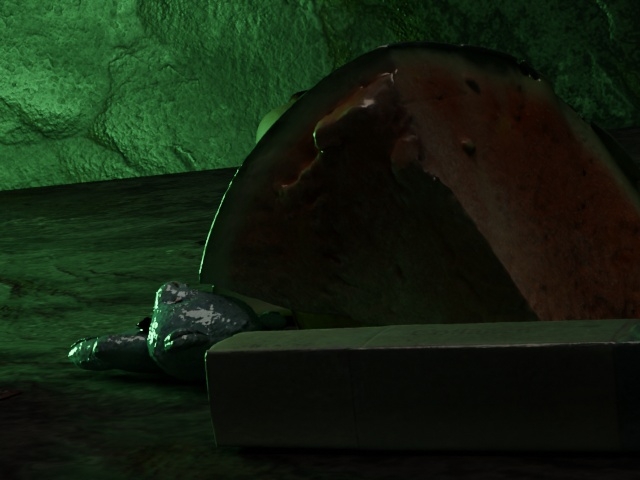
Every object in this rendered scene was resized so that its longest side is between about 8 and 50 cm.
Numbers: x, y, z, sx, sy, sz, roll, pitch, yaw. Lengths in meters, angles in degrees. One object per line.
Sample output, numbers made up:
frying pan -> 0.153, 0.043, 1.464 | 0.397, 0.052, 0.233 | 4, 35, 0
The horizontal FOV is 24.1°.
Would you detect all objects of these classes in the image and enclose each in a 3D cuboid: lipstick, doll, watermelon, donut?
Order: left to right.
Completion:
doll -> -0.122, 0.068, 1.174 | 0.179, 0.075, 0.120 | 1, 7, 40
donut -> 0.024, 0.059, 1.190 | 0.083, 0.067, 0.038 | -22, -15, 24
lipstick -> 0.087, 0.087, 0.898 | 0.317, 0.068, 0.066 | -3, 9, 23
watermelon -> 0.117, -0.047, 1.159 | 0.319, 0.222, 0.292 | 13, 17, 31

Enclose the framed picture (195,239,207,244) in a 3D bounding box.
framed picture -> 0.000, 0.000, 1.593 | 0.199, 0.010, 0.195 | -8, -8, 42

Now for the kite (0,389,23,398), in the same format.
kite -> -0.269, 0.123, 1.161 | 0.078, 0.002, 0.044 | -10, 9, -38

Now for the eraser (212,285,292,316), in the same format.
eraser -> 0.008, 0.027, 1.403 | 0.226, 0.069, 0.158 | -6, 4, -5

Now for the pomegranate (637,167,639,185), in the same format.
pomegranate -> 0.446, -0.094, 1.865 | 0.114, 0.114, 0.142 | -12, -14, -39

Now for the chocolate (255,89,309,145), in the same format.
chocolate -> 0.033, -0.105, 1.930 | 0.283, 0.186, 0.283 | -6, 7, 1
